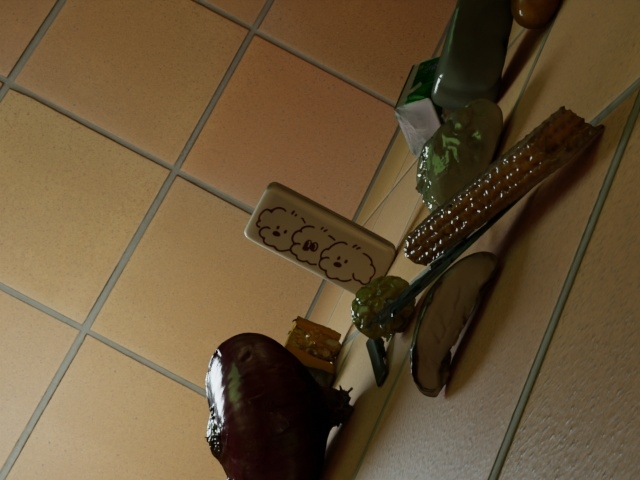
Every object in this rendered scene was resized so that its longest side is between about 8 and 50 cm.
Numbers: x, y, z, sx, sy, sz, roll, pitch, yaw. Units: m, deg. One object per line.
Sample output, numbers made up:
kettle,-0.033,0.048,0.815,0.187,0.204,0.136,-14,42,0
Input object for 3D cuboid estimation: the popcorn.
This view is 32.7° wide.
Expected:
popcorn,0.114,0.122,1.916,0.121,0.116,0.106,-61,-42,-36

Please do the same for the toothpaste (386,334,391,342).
toothpaste,0.135,0.143,2.057,0.140,0.021,0.037,-76,9,-64

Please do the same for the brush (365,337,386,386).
brush,0.106,0.212,1.945,0.190,0.027,0.034,-102,35,-73

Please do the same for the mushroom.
mushroom,0.165,0.106,1.456,0.210,0.072,0.094,-63,-4,-11

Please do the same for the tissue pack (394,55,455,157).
tissue pack,0.283,-0.322,2.566,0.156,0.148,0.209,-12,32,29

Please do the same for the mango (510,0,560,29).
mango,0.419,-0.472,2.104,0.115,0.089,0.165,108,-172,-45

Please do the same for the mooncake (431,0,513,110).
mooncake,0.315,-0.390,2.217,0.275,0.135,0.275,14,-90,-85

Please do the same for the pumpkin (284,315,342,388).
pumpkin,-0.035,0.282,2.521,0.190,0.139,0.280,116,177,-62

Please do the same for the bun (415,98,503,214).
bun,0.239,-0.148,1.964,0.237,0.116,0.210,-63,3,-25

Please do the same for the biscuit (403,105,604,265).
biscuit,0.224,-0.064,1.447,0.094,0.054,0.378,-41,-1,-31

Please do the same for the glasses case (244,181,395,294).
glasses case,0.000,0.000,2.522,0.144,0.336,0.076,-62,3,14

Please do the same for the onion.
onion,-0.074,0.334,2.023,0.347,0.285,0.347,168,90,-82

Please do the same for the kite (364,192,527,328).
kite,0.164,0.039,1.583,0.406,0.014,0.368,-44,-2,38
